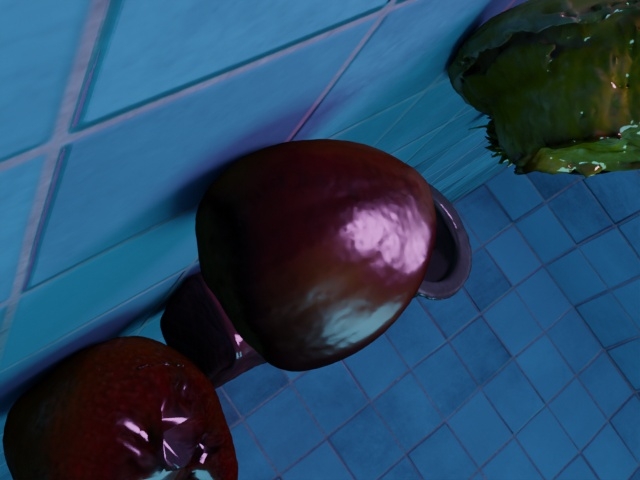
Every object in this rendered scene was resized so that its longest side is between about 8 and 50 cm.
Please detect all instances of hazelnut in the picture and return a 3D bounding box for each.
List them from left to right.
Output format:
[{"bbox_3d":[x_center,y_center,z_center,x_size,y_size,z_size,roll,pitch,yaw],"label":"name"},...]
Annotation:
[{"bbox_3d":[0.000,0.000,0.682,0.208,0.208,0.208,-34,174,-4],"label":"hazelnut"}]

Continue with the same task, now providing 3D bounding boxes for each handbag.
[{"bbox_3d":[-0.120,0.108,1.088,0.135,0.146,0.225,-27,169,-33],"label":"handbag"}]

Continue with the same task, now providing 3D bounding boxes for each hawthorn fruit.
[{"bbox_3d":[-0.259,0.278,1.022,0.311,0.295,0.295,-40,173,40],"label":"hawthorn fruit"}]

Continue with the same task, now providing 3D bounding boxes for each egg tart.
[{"bbox_3d":[0.298,-0.143,0.805,0.345,0.132,0.345,-2,173,0],"label":"egg tart"}]

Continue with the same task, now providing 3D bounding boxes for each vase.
[{"bbox_3d":[0.105,0.045,1.538,0.245,0.245,0.291,-29,178,-45],"label":"vase"}]

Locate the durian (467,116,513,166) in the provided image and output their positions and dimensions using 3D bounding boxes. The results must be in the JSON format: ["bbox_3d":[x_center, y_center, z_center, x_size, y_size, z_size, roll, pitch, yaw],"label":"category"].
[{"bbox_3d":[0.438,-0.245,1.363,0.355,0.157,0.169,-35,-169,10],"label":"durian"}]

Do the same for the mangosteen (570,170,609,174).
[{"bbox_3d":[0.370,-0.214,1.089,0.211,0.211,0.250,-30,143,-38],"label":"mangosteen"}]
